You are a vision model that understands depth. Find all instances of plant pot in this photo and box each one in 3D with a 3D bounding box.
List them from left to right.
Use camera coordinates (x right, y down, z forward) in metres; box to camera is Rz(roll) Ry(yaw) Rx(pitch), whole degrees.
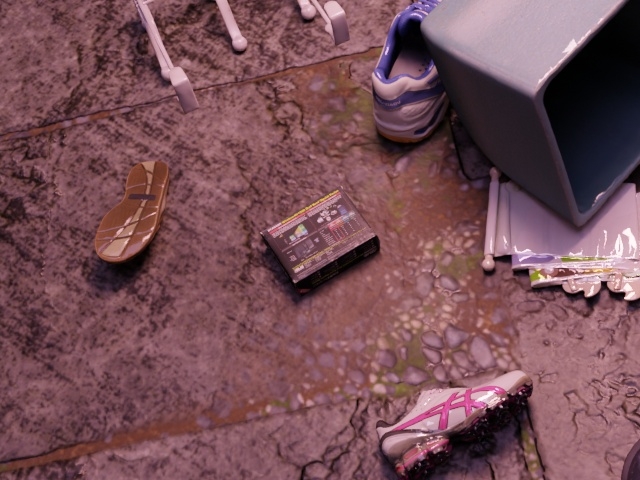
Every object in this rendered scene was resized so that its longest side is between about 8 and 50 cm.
[{"bbox_3d":[0.267,-0.218,1.419,0.247,0.248,0.252,-46,48,-13],"label":"plant pot"}]

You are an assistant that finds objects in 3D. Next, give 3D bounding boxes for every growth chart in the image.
[{"bbox_3d":[0.310,-0.008,1.428,0.237,0.021,0.172,7,62,16],"label":"growth chart"}]

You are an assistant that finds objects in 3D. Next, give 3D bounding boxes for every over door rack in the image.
[{"bbox_3d":[-0.114,-0.288,1.616,0.239,0.108,0.324,-25,37,-4],"label":"over door rack"}]

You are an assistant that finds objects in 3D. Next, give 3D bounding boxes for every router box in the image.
[{"bbox_3d":[0.000,0.000,1.479,0.122,0.038,0.092,-30,59,-7],"label":"router box"}]

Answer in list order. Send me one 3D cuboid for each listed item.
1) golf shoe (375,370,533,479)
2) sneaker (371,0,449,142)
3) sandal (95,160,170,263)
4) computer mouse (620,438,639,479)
[{"bbox_3d":[0.148,0.190,1.318,0.186,0.067,0.086,-30,57,-6],"label":"golf shoe"},{"bbox_3d":[0.154,-0.273,1.554,0.112,0.131,0.296,13,62,21],"label":"sneaker"},{"bbox_3d":[-0.238,-0.032,1.547,0.072,0.049,0.180,7,47,9],"label":"sandal"},{"bbox_3d":[0.441,0.217,1.217,0.272,0.072,0.188,-32,70,12],"label":"computer mouse"}]
